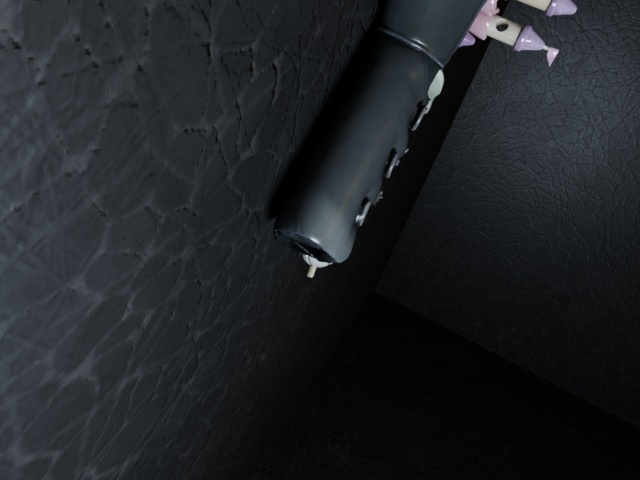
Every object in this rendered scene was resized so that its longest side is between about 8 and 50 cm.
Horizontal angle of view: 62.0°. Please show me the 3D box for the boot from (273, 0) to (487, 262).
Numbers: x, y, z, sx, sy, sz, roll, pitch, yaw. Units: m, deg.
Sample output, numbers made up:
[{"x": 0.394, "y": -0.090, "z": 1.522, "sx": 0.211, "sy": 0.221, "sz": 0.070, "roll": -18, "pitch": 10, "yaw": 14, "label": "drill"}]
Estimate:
[{"x": 0.069, "y": -0.191, "z": 0.705, "sx": 0.445, "sy": 0.146, "sz": 0.367, "roll": -57, "pitch": 166, "yaw": -6, "label": "boot"}]

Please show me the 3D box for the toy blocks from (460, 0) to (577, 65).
[{"x": 0.407, "y": -0.525, "z": 1.092, "sx": 0.289, "sy": 0.260, "sz": 0.309, "roll": -63, "pitch": 168, "yaw": 0, "label": "toy blocks"}]

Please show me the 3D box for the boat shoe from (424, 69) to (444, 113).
[{"x": 0.236, "y": -0.360, "z": 1.197, "sx": 0.227, "sy": 0.079, "sz": 0.081, "roll": 62, "pitch": 49, "yaw": -83, "label": "boat shoe"}]

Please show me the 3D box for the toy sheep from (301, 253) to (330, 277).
[{"x": 0.000, "y": 0.000, "z": 0.922, "sx": 0.091, "sy": 0.091, "sz": 0.132, "roll": 61, "pitch": 52, "yaw": -76, "label": "toy sheep"}]
